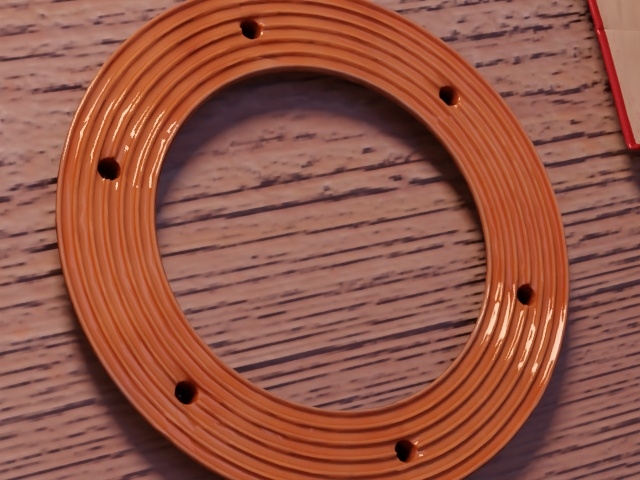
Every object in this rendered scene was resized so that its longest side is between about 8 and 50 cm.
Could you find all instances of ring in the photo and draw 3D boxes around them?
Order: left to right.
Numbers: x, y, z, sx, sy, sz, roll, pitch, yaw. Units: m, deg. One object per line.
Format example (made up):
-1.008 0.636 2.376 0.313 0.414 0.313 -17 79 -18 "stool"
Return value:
0.000 0.000 1.104 0.336 0.032 0.336 8 68 -21 "ring"

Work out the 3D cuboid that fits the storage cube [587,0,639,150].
0.311 -0.177 1.212 0.193 0.215 0.184 -3 71 -32 "storage cube"
